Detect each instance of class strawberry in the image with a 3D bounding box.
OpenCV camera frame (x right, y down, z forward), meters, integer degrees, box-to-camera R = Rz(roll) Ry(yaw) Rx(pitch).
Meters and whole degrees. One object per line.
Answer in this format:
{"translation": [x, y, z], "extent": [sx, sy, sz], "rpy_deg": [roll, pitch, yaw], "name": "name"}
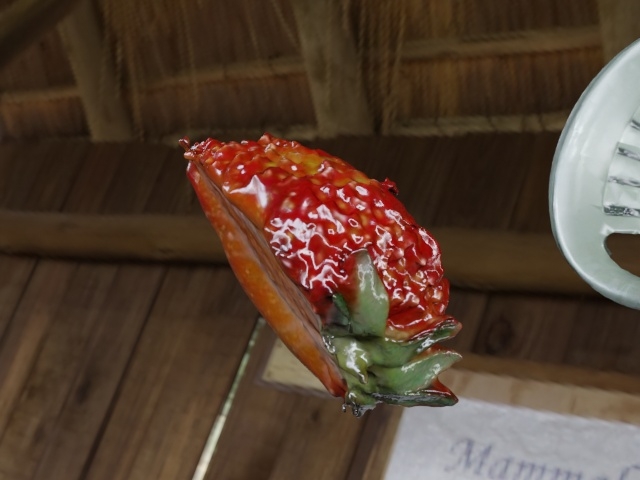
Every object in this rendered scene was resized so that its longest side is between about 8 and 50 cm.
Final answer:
{"translation": [0.001, 0.008, 0.740], "extent": [0.228, 0.098, 0.174], "rpy_deg": [41, -23, 48], "name": "strawberry"}

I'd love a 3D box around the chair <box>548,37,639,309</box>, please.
{"translation": [0.299, -0.016, 0.666], "extent": [0.274, 0.203, 0.190], "rpy_deg": [27, -8, -11], "name": "chair"}
